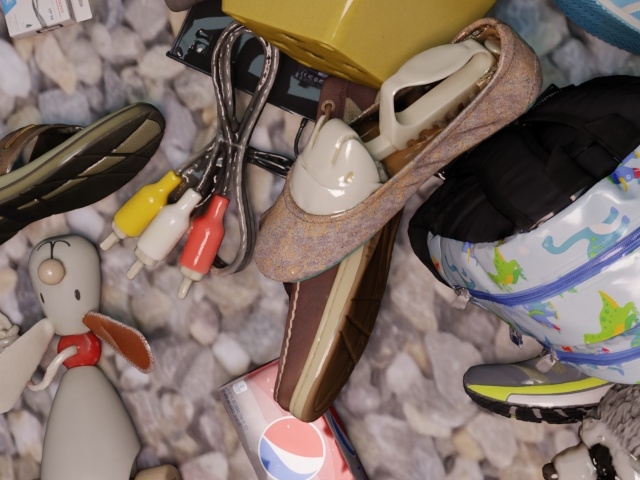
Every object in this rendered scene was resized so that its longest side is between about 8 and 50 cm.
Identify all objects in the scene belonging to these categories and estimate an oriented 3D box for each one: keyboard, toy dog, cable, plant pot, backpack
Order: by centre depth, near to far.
[{"bbox_3d":[0.245,-0.020,1.293,0.290,0.355,0.273,-34,84,-3],"label":"backpack"},{"bbox_3d":[0.033,-0.252,1.371,0.212,0.212,0.187,23,89,37],"label":"plant pot"},{"bbox_3d":[-0.245,0.169,1.454,0.220,0.161,0.333,-32,85,4],"label":"toy dog"},{"bbox_3d":[-0.099,-0.073,1.464,0.139,0.072,0.287,31,110,4],"label":"cable"},{"bbox_3d":[-0.006,-0.141,1.503,0.317,0.033,0.201,25,90,7],"label":"keyboard"}]

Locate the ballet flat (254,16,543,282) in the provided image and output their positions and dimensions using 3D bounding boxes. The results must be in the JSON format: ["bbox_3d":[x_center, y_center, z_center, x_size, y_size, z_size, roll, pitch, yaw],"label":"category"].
[{"bbox_3d":[0.055,-0.091,1.320,0.316,0.106,0.107,-40,53,-5],"label":"ballet flat"}]

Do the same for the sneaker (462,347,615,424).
[{"bbox_3d":[0.283,0.103,1.438,0.300,0.111,0.121,-11,73,3],"label":"sneaker"}]

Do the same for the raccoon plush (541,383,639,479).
[{"bbox_3d":[0.412,0.248,1.350,0.446,0.216,0.299,0,106,-21],"label":"raccoon plush"}]

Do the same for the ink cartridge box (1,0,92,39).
[{"bbox_3d":[-0.283,-0.242,1.536,0.083,0.028,0.048,-16,87,5],"label":"ink cartridge box"}]

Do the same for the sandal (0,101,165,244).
[{"bbox_3d":[-0.299,-0.068,1.495,0.303,0.120,0.086,-26,72,5],"label":"sandal"}]

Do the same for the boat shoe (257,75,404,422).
[{"bbox_3d":[0.000,0.000,1.420,0.123,0.123,0.342,13,81,16],"label":"boat shoe"}]

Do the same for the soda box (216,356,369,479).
[{"bbox_3d":[-0.002,0.242,1.464,0.092,0.083,0.263,-25,86,6],"label":"soda box"}]

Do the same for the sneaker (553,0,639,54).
[{"bbox_3d":[0.324,-0.233,1.446,0.229,0.087,0.092,23,84,-1],"label":"sneaker"}]

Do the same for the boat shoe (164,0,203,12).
[{"bbox_3d":[-0.201,-0.377,1.487,0.095,0.112,0.335,-39,79,16],"label":"boat shoe"}]
